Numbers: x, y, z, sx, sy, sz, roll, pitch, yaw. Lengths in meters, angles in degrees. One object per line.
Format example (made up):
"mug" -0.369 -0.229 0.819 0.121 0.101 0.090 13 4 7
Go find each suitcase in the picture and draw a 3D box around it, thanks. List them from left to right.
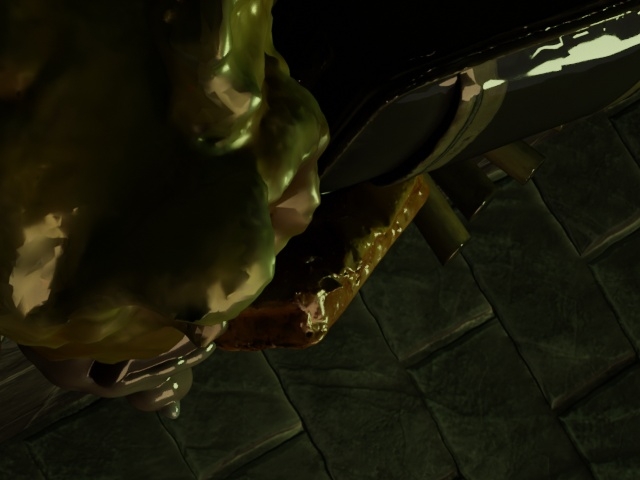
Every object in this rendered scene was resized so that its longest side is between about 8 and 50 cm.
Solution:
"suitcase" 0.153 -0.188 1.618 0.434 0.194 0.283 -19 169 -22

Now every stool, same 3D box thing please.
"stool" 0.157 -0.121 2.194 0.272 0.178 0.272 -47 172 -9

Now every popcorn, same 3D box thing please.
"popcorn" -0.135 -0.069 1.128 0.279 0.274 0.335 -4 169 9

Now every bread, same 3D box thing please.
"bread" 0.000 0.002 1.658 0.139 0.077 0.271 -4 -153 31

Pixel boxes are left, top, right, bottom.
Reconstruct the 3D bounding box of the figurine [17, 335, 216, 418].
"figurine" -0.204 0.014 1.634 0.203 0.248 0.380 -16 162 9
